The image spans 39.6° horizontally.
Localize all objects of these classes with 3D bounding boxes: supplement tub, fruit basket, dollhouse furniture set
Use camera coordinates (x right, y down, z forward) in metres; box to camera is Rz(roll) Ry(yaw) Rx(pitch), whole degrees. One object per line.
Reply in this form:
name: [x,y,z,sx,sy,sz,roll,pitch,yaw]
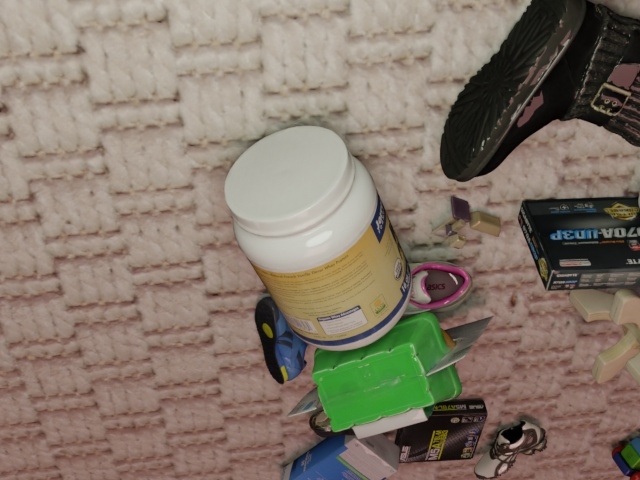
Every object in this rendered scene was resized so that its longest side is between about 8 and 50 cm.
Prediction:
supplement tub: [0.000,0.000,1.388,0.228,0.228,0.316,-18,135,9]
fruit basket: [0.140,0.227,1.588,0.327,0.165,0.353,-20,175,19]
dollhouse furniture set: [0.251,-0.005,1.538,0.114,0.091,0.081,16,146,-27]

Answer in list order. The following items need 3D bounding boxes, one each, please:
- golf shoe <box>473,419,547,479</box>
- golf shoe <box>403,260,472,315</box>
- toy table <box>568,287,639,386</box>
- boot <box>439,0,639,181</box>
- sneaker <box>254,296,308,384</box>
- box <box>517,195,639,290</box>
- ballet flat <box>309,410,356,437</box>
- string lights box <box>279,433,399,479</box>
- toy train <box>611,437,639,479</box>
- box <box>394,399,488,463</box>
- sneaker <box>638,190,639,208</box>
golf shoe: [0.422,0.476,2.054,0.198,0.077,0.094,-40,117,19]
golf shoe: [0.118,0.084,1.546,0.306,0.115,0.140,-10,173,-7]
toy table: [0.600,0.165,1.659,0.160,0.252,0.274,-18,126,-13]
boot: [0.365,-0.192,1.323,0.260,0.131,0.348,18,129,-25]
sneaker: [-0.068,0.177,1.683,0.082,0.069,0.209,-31,132,-25]
box: [0.463,0.002,1.503,0.220,0.175,0.051,-2,135,-7]
ballet flat: [0.058,0.371,1.859,0.203,0.074,0.074,-19,138,36]
string lights box: [0.039,0.516,1.995,0.133,0.077,0.259,41,119,-16]
toy train: [0.841,0.534,2.162,0.248,0.105,0.143,23,114,-28]
box: [0.265,0.429,1.993,0.184,0.045,0.191,-2,135,-9]
sneaker: [0.695,-0.123,1.430,0.236,0.130,0.323,14,136,-12]
